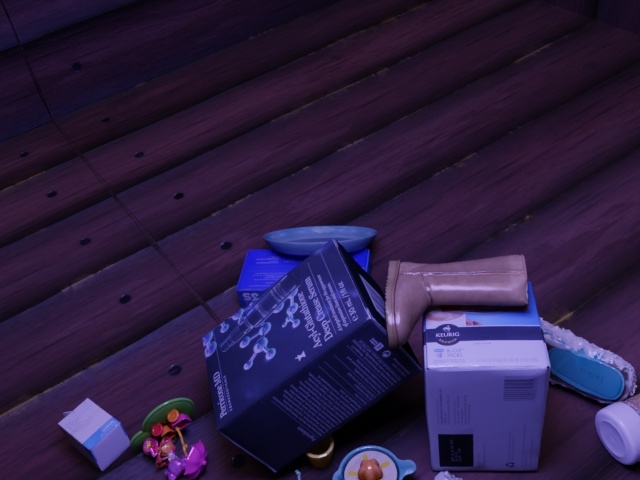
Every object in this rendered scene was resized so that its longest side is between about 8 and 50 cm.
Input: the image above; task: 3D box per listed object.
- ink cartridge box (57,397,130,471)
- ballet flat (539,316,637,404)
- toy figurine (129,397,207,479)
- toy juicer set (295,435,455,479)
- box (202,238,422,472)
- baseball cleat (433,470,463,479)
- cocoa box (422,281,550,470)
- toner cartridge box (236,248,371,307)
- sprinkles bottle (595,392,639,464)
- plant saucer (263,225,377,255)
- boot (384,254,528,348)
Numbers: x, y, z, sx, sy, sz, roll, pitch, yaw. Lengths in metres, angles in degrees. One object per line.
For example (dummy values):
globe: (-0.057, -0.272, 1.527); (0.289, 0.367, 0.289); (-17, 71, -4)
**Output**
ink cartridge box: (-0.528, 0.443, 1.681); (0.143, 0.092, 0.090); (25, 51, 32)
ballet flat: (0.532, 0.254, 1.687); (0.408, 0.147, 0.147); (27, 52, 31)
toy figurine: (-0.324, 0.467, 1.616); (0.173, 0.130, 0.159); (-39, 55, -1)
toy juicer set: (0.092, 0.514, 1.482); (0.328, 0.090, 0.209); (9, 44, 20)
box: (-0.032, 0.245, 1.579); (0.395, 0.212, 0.294); (-38, 34, 9)
baseball cleat: (0.300, 0.548, 1.430); (0.205, 0.072, 0.109); (35, 95, 20)
cocoa box: (0.330, 0.284, 1.500); (0.231, 0.347, 0.228); (-3, 40, 9)
toner cartridge box: (-0.041, 0.103, 1.985); (0.347, 0.075, 0.165); (0, 42, 11)
sprinkles bottle: (0.757, 0.343, 1.521); (0.355, 0.121, 0.121); (-21, 42, -13)
plant saucer: (0.000, 0.000, 2.022); (0.317, 0.044, 0.317); (-2, 10, 0)
boot: (0.260, 0.108, 1.384); (0.269, 0.089, 0.236); (-1, 40, 10)
